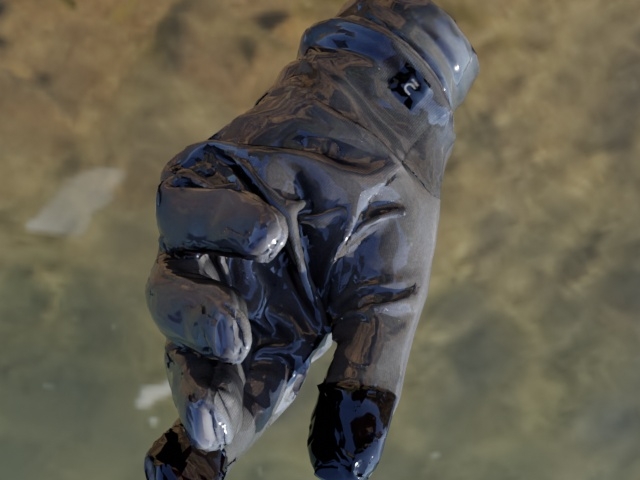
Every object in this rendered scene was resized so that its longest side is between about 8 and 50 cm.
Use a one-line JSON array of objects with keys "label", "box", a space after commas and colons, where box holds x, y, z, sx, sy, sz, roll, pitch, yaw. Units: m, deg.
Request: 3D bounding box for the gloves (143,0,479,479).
[{"label": "gloves", "box": [-0.003, 0.001, 0.639, 0.142, 0.285, 0.119, 38, 135, -8]}]
